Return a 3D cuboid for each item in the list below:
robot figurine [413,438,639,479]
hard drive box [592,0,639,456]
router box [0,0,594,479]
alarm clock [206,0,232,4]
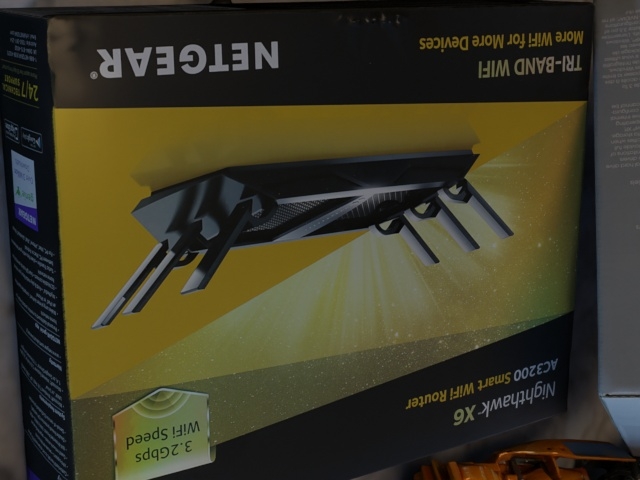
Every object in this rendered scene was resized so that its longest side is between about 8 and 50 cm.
[{"bbox_3d":[0.200,0.212,0.652,0.291,0.085,0.211,6,50,-24],"label":"robot figurine"},{"bbox_3d":[0.213,-0.002,0.617,0.181,0.089,0.232,44,47,-62],"label":"hard drive box"},{"bbox_3d":[0.000,0.000,0.547,0.309,0.081,0.243,-10,108,-31],"label":"router box"},{"bbox_3d":[-0.045,-0.180,0.546,0.129,0.064,0.192,3,94,-32],"label":"alarm clock"}]
